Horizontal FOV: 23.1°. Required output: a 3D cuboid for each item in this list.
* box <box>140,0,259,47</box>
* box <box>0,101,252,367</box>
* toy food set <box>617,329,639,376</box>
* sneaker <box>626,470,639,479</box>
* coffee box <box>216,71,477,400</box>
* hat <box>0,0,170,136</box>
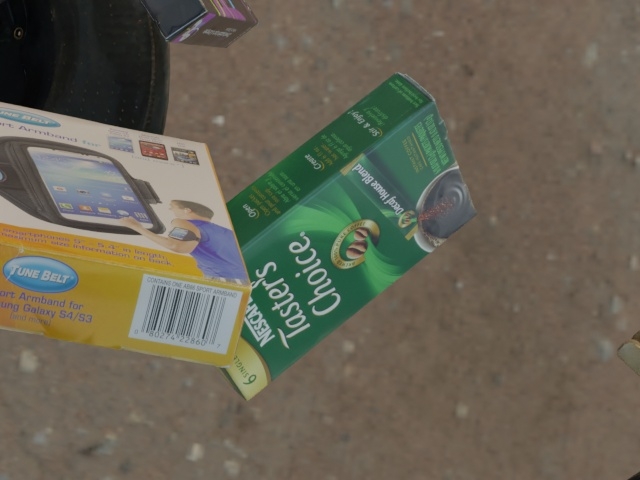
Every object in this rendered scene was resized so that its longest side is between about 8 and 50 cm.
[{"bbox_3d":[-0.084,-0.155,0.806,0.116,0.029,0.162,56,7,-2],"label":"box"},{"bbox_3d":[-0.069,-0.009,0.461,0.081,0.136,0.028,11,111,-15],"label":"box"},{"bbox_3d":[0.138,0.057,0.539,0.019,0.078,0.122,-48,169,6],"label":"toy food set"},{"bbox_3d":[0.276,0.297,1.007,0.257,0.169,0.447,53,26,4],"label":"sneaker"},{"bbox_3d":[0.000,0.000,0.904,0.184,0.040,0.113,-37,140,-10],"label":"coffee box"},{"bbox_3d":[-0.258,-0.120,0.948,0.331,0.134,0.331,2,85,-21],"label":"hat"}]
